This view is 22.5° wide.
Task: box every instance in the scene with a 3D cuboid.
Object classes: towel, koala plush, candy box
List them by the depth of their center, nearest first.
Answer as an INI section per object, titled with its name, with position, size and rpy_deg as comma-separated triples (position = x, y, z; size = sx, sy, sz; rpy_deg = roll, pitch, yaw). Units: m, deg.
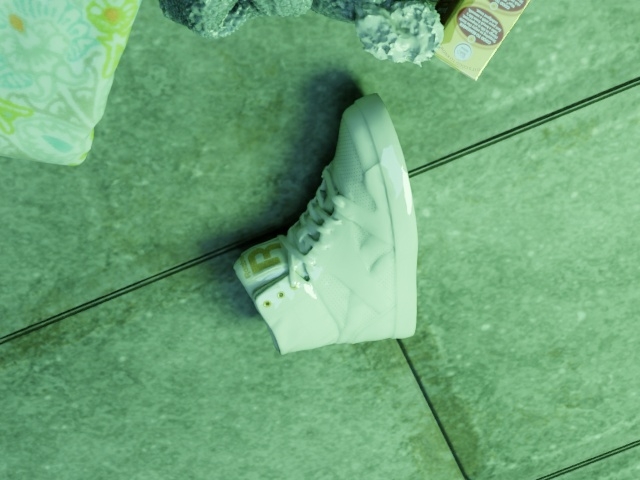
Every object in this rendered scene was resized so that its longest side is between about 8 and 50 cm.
[towel]
position = -0.294, -0.235, 1.287
size = 0.321, 0.090, 0.374
rpy_deg = 12, 125, -20
[koala plush]
position = -0.001, -0.237, 1.298
size = 0.221, 0.196, 0.203
rpy_deg = 12, 136, -22
[candy box]
position = 0.156, -0.231, 1.344
size = 0.053, 0.109, 0.186
rpy_deg = 30, 103, -10

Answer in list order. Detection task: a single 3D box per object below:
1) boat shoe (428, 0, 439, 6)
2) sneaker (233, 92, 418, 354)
[boat shoe]
position = 0.140, -0.232, 1.425
size = 0.100, 0.035, 0.035
rpy_deg = -25, 157, 3
[sneaker]
position = 0.000, 0.000, 1.531
size = 0.169, 0.108, 0.292
rpy_deg = -11, 131, -7
